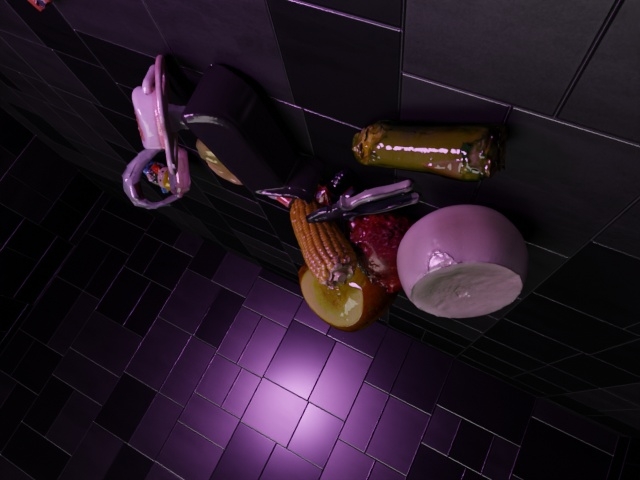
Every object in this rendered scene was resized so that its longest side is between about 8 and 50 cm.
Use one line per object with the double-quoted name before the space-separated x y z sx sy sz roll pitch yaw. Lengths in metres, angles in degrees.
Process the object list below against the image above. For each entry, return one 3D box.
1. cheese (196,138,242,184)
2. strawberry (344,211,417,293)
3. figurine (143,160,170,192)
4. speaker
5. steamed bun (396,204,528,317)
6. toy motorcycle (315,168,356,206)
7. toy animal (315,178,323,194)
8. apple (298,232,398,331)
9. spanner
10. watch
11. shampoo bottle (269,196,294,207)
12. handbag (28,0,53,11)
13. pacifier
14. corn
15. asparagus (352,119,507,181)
"cheese" -0.282 -0.279 1.461 0.226 0.117 0.214 2 146 47
"strawberry" 0.203 0.015 1.375 0.274 0.220 0.274 64 180 0
"figurine" -0.718 -0.304 2.105 0.185 0.127 0.234 48 166 -32
"speaker" -0.156 -0.261 1.201 0.184 0.180 0.388 10 158 30
"steamed bun" 0.350 0.045 1.155 0.324 0.206 0.324 2 145 1
"toy motorcycle" 0.049 -0.126 1.360 0.082 0.122 0.213 56 175 22
"toy animal" -0.046 -0.178 1.487 0.099 0.057 0.241 29 164 -30
"apple" 0.101 0.142 1.695 0.374 0.374 0.384 29 170 -4
"spanner" 0.105 -0.095 1.260 0.324 0.040 0.096 -14 145 23
"watch" -0.648 -0.249 1.798 0.241 0.254 0.161 -7 -179 -27
"shampoo bottle" -0.189 -0.191 1.620 0.220 0.051 0.108 34 170 12
"handbag" -0.734 -0.660 1.110 0.127 0.063 0.190 8 151 49
"pacifier" -0.395 -0.336 1.259 0.273 0.220 0.332 24 141 13
"corn" 0.000 0.000 1.372 0.144 0.144 0.387 39 -168 -34
"asparagus" 0.188 -0.190 0.939 0.381 0.128 0.108 16 124 40
